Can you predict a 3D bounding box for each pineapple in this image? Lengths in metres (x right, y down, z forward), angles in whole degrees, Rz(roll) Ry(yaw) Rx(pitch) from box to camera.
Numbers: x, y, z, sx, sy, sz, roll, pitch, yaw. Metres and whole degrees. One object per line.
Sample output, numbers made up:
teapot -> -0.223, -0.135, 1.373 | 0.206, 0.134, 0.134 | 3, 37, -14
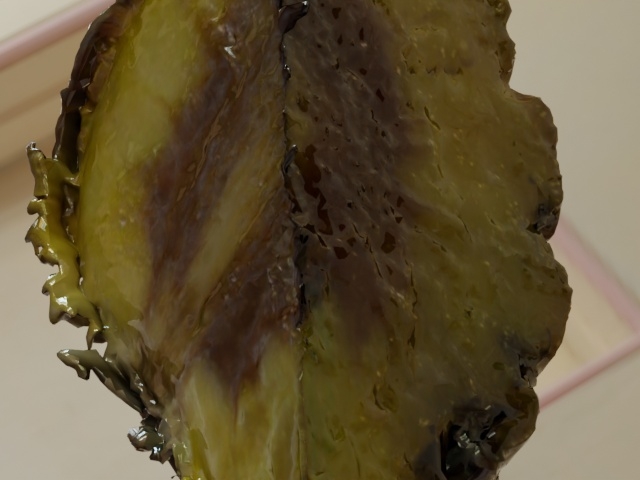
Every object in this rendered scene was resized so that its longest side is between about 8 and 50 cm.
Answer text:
pineapple -> -0.004, 0.002, 0.668 | 0.161, 0.158, 0.335 | 18, 51, -45
